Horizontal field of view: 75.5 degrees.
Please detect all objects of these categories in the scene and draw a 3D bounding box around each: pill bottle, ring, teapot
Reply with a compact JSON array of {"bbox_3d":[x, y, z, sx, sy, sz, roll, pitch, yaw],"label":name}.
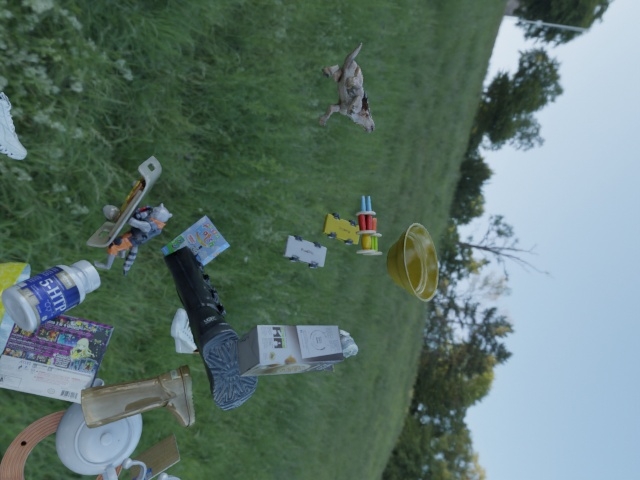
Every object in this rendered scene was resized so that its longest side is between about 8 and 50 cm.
[{"bbox_3d":[-0.651,0.125,1.014,0.186,0.111,0.112,-41,145,-52],"label":"pill bottle"},{"bbox_3d":[-0.802,0.698,1.303,0.032,0.336,0.337,-2,-103,63],"label":"ring"},{"bbox_3d":[-0.643,0.576,1.222,0.187,0.256,0.253,-15,-141,53],"label":"teapot"}]

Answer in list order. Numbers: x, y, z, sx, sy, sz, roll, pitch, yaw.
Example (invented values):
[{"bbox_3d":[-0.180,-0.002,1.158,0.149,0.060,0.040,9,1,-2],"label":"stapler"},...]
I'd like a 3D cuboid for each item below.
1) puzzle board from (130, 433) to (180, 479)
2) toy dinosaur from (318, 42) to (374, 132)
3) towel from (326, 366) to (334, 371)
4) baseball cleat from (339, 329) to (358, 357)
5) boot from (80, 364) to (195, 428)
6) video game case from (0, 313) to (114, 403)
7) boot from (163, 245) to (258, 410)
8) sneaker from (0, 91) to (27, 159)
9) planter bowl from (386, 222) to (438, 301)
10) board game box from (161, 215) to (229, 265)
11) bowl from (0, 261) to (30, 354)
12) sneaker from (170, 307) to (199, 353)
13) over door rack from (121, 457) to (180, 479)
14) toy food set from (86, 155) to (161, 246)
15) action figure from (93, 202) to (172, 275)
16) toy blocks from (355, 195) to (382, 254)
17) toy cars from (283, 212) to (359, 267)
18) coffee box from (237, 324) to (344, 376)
[{"bbox_3d":[-0.439,0.584,1.096,0.096,0.128,0.011,35,-32,55],"label":"puzzle board"},{"bbox_3d":[0.095,-0.468,1.275,0.200,0.127,0.296,-49,149,-42],"label":"toy dinosaur"},{"bbox_3d":[0.007,0.416,1.395,0.009,0.083,0.060,-59,152,-53],"label":"towel"},{"bbox_3d":[0.043,0.386,1.540,0.072,0.205,0.110,-52,-138,29],"label":"baseball cleat"},{"bbox_3d":[-0.499,0.466,1.157,0.089,0.269,0.237,42,-45,53],"label":"boot"},{"bbox_3d":[-0.707,0.304,1.102,0.042,0.231,0.211,171,-63,-74],"label":"video game case"},{"bbox_3d":[-0.371,0.276,1.354,0.445,0.146,0.368,42,-37,44],"label":"boot"},{"bbox_3d":[-0.992,-0.379,1.262,0.110,0.118,0.292,40,-23,41],"label":"sneaker"},{"bbox_3d":[0.248,0.065,1.168,0.217,0.090,0.218,17,68,-50],"label":"planter bowl"},{"bbox_3d":[-0.473,0.027,1.563,0.211,0.160,0.039,-39,155,-9],"label":"board game box"},{"bbox_3d":[-0.985,0.191,1.206,0.289,0.155,0.290,-40,-138,48],"label":"bowl"},{"bbox_3d":[-0.529,0.371,1.682,0.290,0.122,0.106,102,-2,-50],"label":"sneaker"},{"bbox_3d":[-0.324,0.503,0.608,0.324,0.239,0.108,-57,132,-41],"label":"over door rack"},{"bbox_3d":[-0.652,-0.136,1.375,0.306,0.092,0.220,-52,-160,10],"label":"toy food set"},{"bbox_3d":[-0.761,-0.026,1.761,0.330,0.179,0.341,-42,-178,6],"label":"action figure"},{"bbox_3d":[0.130,-0.037,1.106,0.123,0.054,0.148,15,74,-68],"label":"toy blocks"},{"bbox_3d":[0.000,0.000,1.674,0.393,0.087,0.177,-31,105,-34],"label":"toy cars"},{"bbox_3d":[-0.079,0.292,1.101,0.141,0.246,0.098,-43,-131,48],"label":"coffee box"}]
